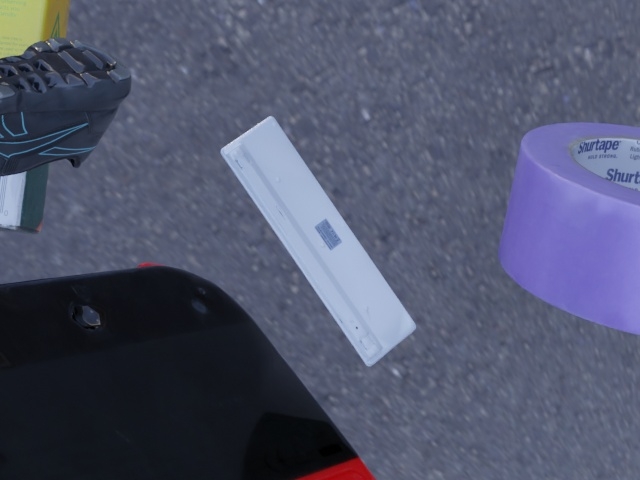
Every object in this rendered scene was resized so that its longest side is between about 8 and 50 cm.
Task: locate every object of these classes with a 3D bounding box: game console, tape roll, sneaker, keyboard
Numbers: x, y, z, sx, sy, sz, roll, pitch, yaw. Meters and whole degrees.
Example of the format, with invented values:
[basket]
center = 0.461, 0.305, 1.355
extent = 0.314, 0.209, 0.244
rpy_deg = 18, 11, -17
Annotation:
[game console]
center = -0.089, 0.157, 0.753
extent = 0.060, 0.386, 0.342
rpy_deg = -48, 69, 27
[tape roll]
center = 0.212, -0.009, 0.993
extent = 0.189, 0.189, 0.080
rpy_deg = 17, 111, 20
[sneaker]
center = -0.266, -0.096, 1.235
extent = 0.101, 0.267, 0.106
rpy_deg = 44, 123, 33
[keyboard]
center = 0.000, 0.000, 1.523
extent = 0.072, 0.014, 0.256
rpy_deg = -38, 96, -36

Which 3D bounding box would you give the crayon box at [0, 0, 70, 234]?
[crayon box]
center = -0.349, -0.175, 1.472
extent = 0.202, 0.081, 0.318
rpy_deg = 7, 87, 6
